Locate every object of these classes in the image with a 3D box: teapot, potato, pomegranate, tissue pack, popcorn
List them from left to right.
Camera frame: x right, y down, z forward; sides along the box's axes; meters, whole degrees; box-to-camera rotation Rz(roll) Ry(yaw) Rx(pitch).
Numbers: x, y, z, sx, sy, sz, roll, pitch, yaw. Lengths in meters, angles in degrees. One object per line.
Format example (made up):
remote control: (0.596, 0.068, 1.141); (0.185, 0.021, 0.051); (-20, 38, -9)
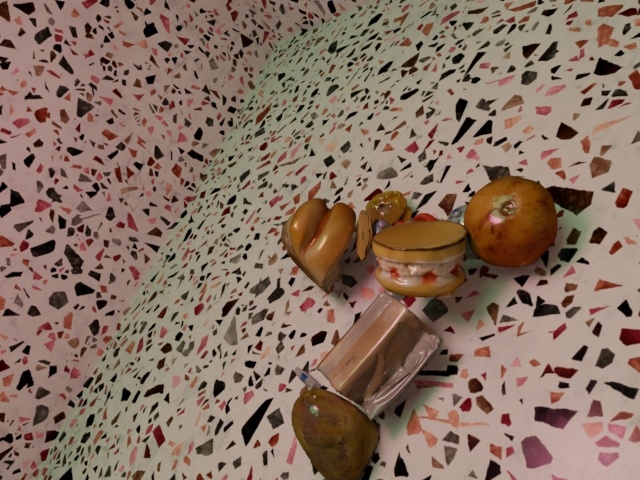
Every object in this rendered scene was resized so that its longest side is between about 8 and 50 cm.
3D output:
potato: (0.023, 0.519, 1.632); (0.229, 0.266, 0.229); (-25, 36, 20)
tissue pack: (0.188, 0.340, 1.676); (0.305, 0.238, 0.238); (-49, 35, -2)
popcorn: (0.242, -0.105, 2.108); (0.167, 0.152, 0.148); (8, 98, 25)
teapot: (0.445, -0.046, 1.816); (0.232, 0.159, 0.159); (-42, 35, 10)
pomegranate: (0.525, -0.051, 1.643); (0.264, 0.264, 0.264); (-29, 39, 27)

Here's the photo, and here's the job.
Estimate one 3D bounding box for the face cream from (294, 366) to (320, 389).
face cream: (-0.047, 0.458, 1.972); (0.034, 0.034, 0.130); (-54, 35, -7)

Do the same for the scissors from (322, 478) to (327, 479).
scissors: (-0.076, 0.779, 1.701); (0.360, 0.029, 0.191); (-47, 33, 4)

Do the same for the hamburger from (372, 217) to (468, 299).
hamburger: (0.289, 0.054, 1.684); (0.261, 0.186, 0.302); (2, 22, 21)

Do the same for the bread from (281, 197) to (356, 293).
bread: (-0.021, 0.015, 2.092); (0.424, 0.246, 0.328); (165, 116, -84)

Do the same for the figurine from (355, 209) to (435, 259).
figurine: (0.253, -0.008, 1.942); (0.181, 0.257, 0.208); (-106, 24, -58)

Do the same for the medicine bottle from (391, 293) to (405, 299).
medicine bottle: (0.255, 0.148, 1.924); (0.047, 0.047, 0.083); (-24, 43, 32)
